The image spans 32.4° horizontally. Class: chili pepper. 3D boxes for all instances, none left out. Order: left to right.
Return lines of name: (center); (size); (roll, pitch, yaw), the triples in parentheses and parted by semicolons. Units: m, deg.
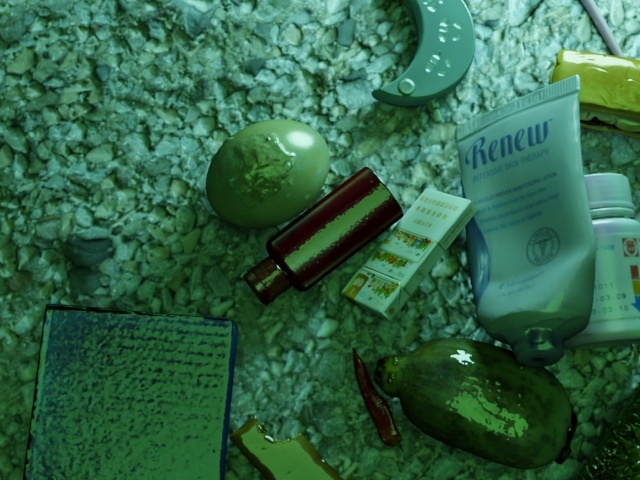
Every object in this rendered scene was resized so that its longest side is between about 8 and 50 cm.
chili pepper: (0.081, 0.244, 1.680); (0.027, 0.045, 0.178); (-18, 74, -16)

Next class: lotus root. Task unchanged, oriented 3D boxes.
lotus root: (0.228, 0.239, 1.635); (0.309, 0.173, 0.173); (19, 78, 3)

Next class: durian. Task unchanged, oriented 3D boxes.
durian: (0.489, 0.286, 1.656); (0.106, 0.132, 0.375); (42, 84, 18)

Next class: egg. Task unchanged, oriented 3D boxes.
egg: (-0.079, -0.102, 1.678); (0.201, 0.164, 0.164); (-30, 82, -14)

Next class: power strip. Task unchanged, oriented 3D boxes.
power strip: (0.169, -0.313, 1.791); (0.167, 0.054, 0.253); (3, 78, -2)

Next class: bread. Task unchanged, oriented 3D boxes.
bread: (-0.031, 0.351, 1.647); (0.088, 0.049, 0.226); (-41, 83, -10)
bread: (0.467, -0.237, 1.778); (0.200, 0.077, 0.116); (11, 78, 6)

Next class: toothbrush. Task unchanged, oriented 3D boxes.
toothbrush: (0.492, -0.316, 1.830); (0.025, 0.020, 0.286); (-25, 82, -17)

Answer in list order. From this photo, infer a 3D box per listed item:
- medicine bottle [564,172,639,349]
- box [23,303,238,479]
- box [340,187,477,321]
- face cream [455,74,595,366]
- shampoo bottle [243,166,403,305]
medicine bottle: (0.425, 0.034, 1.689); (0.152, 0.152, 0.255); (-5, 78, -5)
box: (-0.272, 0.238, 1.617); (0.278, 0.116, 0.262); (5, 79, 0)
box: (0.135, 0.018, 1.694); (0.220, 0.122, 0.032); (-51, 122, -11)
face cream: (0.310, -0.021, 1.645); (0.137, 0.234, 0.420); (18, 61, -40)
shampoo bottle: (0.000, 0.000, 1.711); (0.260, 0.064, 0.102); (-38, 87, -10)
